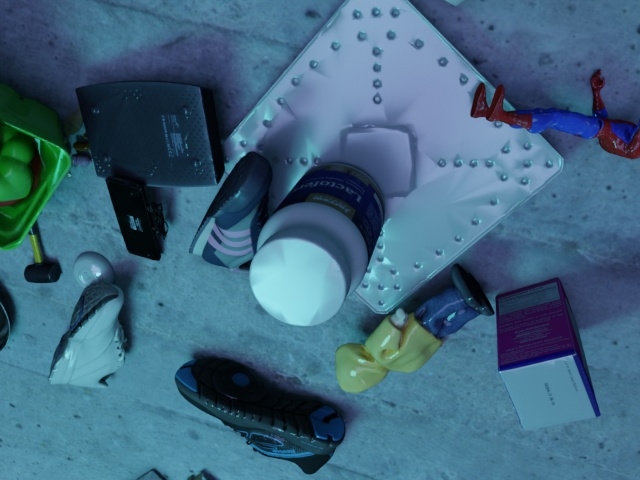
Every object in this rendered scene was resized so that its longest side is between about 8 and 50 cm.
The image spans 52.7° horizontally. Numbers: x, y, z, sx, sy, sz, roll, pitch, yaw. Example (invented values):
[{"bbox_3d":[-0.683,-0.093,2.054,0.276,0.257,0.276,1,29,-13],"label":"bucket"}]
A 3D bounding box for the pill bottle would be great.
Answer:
[{"bbox_3d":[0.000,0.000,0.905,0.153,0.264,0.153,5,115,11],"label":"pill bottle"}]

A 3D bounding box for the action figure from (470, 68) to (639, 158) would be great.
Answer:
[{"bbox_3d":[0.360,-0.191,0.868,0.281,0.091,0.139,14,105,-14],"label":"action figure"}]

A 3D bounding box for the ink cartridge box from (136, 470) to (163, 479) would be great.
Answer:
[{"bbox_3d":[-0.364,0.676,1.449,0.198,0.114,0.273,-37,101,27],"label":"ink cartridge box"}]

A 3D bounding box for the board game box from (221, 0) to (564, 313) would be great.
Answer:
[{"bbox_3d":[0.093,-0.128,1.001,0.390,0.050,0.390,43,117,-7],"label":"board game box"}]

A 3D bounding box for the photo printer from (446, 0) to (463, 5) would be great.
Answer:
[{"bbox_3d":[0.135,-0.468,0.800,0.308,0.107,0.256,36,118,-4],"label":"photo printer"}]

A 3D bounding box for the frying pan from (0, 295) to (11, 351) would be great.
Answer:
[{"bbox_3d":[-0.728,0.091,1.305,0.198,0.053,0.325,-2,112,15],"label":"frying pan"}]

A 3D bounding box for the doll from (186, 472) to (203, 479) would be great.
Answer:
[{"bbox_3d":[-0.223,0.592,1.415,0.129,0.046,0.189,-33,105,35],"label":"doll"}]

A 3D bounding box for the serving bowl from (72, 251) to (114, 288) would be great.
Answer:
[{"bbox_3d":[-0.438,0.065,1.234,0.084,0.027,0.083,5,115,12],"label":"serving bowl"}]

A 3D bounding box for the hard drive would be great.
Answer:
[{"bbox_3d":[-0.270,-0.174,1.040,0.255,0.054,0.171,6,116,27],"label":"hard drive"}]

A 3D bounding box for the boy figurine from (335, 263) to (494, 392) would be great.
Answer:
[{"bbox_3d":[0.148,0.161,1.076,0.285,0.092,0.177,-37,143,21],"label":"boy figurine"}]

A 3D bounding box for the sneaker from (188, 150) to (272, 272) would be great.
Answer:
[{"bbox_3d":[-0.109,-0.033,1.012,0.131,0.112,0.319,28,155,-11],"label":"sneaker"}]

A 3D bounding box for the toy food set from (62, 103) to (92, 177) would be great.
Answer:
[{"bbox_3d":[-0.422,-0.171,1.127,0.078,0.019,0.122,43,109,-8],"label":"toy food set"}]

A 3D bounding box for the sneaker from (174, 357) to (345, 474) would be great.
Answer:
[{"bbox_3d":[-0.130,0.345,1.235,0.341,0.125,0.139,25,122,4],"label":"sneaker"}]

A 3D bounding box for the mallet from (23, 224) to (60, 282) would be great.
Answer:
[{"bbox_3d":[-0.536,-0.005,1.224,0.063,0.039,0.189,7,112,11],"label":"mallet"}]

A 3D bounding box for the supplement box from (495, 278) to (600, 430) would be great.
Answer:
[{"bbox_3d":[0.338,0.166,0.981,0.114,0.220,0.111,-19,108,22],"label":"supplement box"}]

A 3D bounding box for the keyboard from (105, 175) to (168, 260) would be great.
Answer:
[{"bbox_3d":[-0.309,-0.039,1.133,0.100,0.038,0.192,17,141,12],"label":"keyboard"}]

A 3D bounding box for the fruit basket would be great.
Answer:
[{"bbox_3d":[-0.577,-0.127,0.944,0.392,0.392,0.283,40,116,-6],"label":"fruit basket"}]

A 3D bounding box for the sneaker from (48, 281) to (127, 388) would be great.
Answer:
[{"bbox_3d":[-0.429,0.187,1.253,0.129,0.111,0.297,20,131,-22],"label":"sneaker"}]
